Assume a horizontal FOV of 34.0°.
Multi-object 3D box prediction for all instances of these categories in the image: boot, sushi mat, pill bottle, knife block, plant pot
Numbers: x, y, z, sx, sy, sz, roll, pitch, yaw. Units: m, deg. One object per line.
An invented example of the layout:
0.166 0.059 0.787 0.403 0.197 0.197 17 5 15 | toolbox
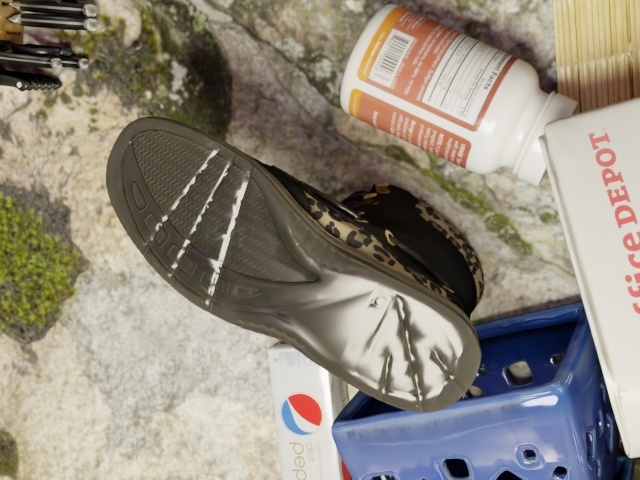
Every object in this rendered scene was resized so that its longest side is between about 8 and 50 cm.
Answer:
0.000 0.000 1.018 0.377 0.284 0.138 30 106 8 | boot
0.311 -0.183 1.039 0.151 0.019 0.316 -3 98 17 | sushi mat
0.138 -0.140 1.041 0.216 0.121 0.121 27 105 11 | pill bottle
-0.398 -0.270 1.192 0.242 0.088 0.276 -40 86 17 | knife block
0.177 0.210 1.022 0.236 0.236 0.212 -15 100 27 | plant pot

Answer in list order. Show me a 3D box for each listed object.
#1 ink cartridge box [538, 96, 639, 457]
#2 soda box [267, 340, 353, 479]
0.407 -0.003 0.881 0.384 0.160 0.279 -14 55 11 | ink cartridge box
-0.005 0.215 1.165 0.069 0.074 0.216 -4 98 16 | soda box
